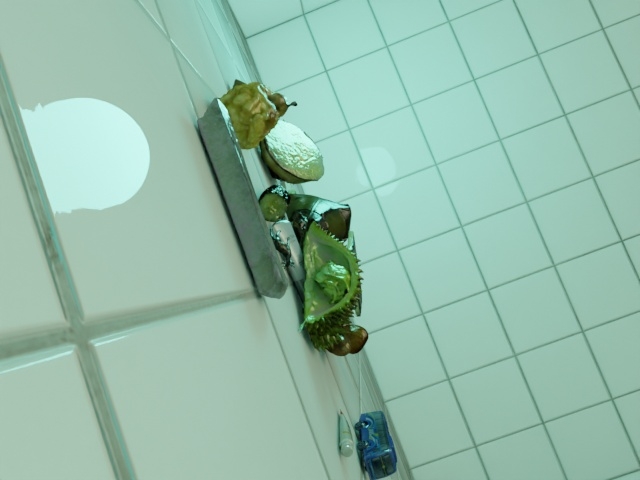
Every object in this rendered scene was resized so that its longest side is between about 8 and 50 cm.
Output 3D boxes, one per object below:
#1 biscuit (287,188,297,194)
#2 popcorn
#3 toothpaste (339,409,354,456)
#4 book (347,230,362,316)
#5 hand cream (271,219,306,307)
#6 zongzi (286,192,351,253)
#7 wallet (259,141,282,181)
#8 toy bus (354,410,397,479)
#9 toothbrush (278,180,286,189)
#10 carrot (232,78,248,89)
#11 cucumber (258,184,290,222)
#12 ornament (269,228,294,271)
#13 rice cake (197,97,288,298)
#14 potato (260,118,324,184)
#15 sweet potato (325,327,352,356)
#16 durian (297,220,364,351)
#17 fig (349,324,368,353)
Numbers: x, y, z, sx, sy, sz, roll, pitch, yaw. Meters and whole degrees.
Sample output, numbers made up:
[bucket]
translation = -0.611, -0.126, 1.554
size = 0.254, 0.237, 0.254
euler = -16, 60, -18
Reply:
[biscuit]
translation = -0.098, -0.130, 1.941
size = 0.121, 0.041, 0.199
euler = -91, 161, -73
[popcorn]
translation = -0.168, -0.289, 0.994
size = 0.140, 0.164, 0.194
euler = 49, 41, -15
[toothpaste]
translation = 0.057, 0.435, 0.976
size = 0.190, 0.031, 0.048
euler = 56, 10, -87
[book]
translation = 0.111, 0.104, 1.372
size = 0.157, 0.026, 0.230
euler = -76, 159, -63
[hand cream]
translation = -0.064, 0.066, 1.143
size = 0.079, 0.048, 0.254
euler = -29, 100, -63
[zongzi]
translation = -0.087, -0.073, 1.414
size = 0.289, 0.318, 0.153
euler = -22, 129, -58
[wallet]
translation = -0.197, -0.343, 1.653
size = 0.149, 0.044, 0.249
euler = -41, 110, -83
[toy bus]
translation = 0.152, 0.554, 1.193
size = 0.236, 0.094, 0.079
euler = -71, 140, -85
[toothbrush]
translation = -0.203, -0.365, 1.803
size = 0.037, 0.028, 0.374
euler = 82, -12, -71
[carrot]
translation = -0.229, -0.426, 1.341
size = 0.262, 0.102, 0.101
euler = 64, 0, 35
[cucumber]
translation = -0.120, -0.110, 1.153
size = 0.303, 0.072, 0.081
euler = -100, 167, -77
[ornament]
translation = -0.093, 0.026, 1.042
size = 0.073, 0.028, 0.125
euler = 41, 25, -32
[rice cake]
translation = -0.136, -0.069, 0.752
size = 0.073, 0.056, 0.364
euler = 38, 31, -84
[potato]
translation = -0.123, -0.310, 1.570
size = 0.299, 0.116, 0.238
euler = 9, 67, -49
[sweet potato]
translation = 0.047, 0.275, 1.291
size = 0.354, 0.096, 0.106
euler = -87, -160, -78
[durian]
translation = 0.016, 0.128, 1.123
size = 0.355, 0.170, 0.157
euler = -86, -158, -43
[fig]
translation = 0.110, 0.384, 1.732
size = 0.153, 0.118, 0.119
euler = 26, -3, 7
